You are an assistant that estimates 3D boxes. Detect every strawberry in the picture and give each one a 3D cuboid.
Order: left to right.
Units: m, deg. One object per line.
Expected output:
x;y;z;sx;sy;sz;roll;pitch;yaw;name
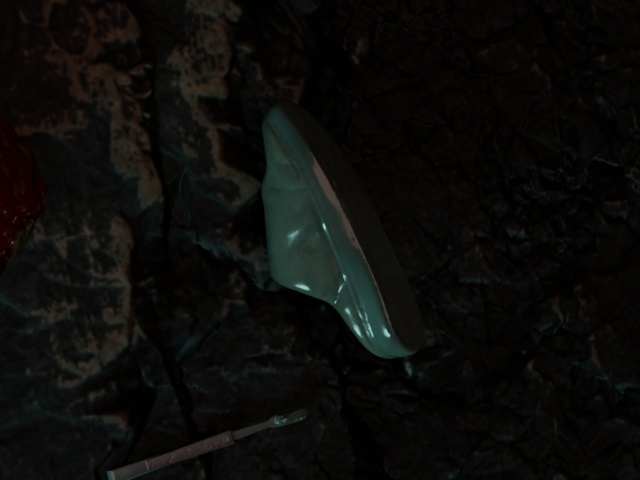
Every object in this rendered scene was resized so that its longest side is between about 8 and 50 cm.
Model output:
-0.278;-0.073;1.362;0.087;0.167;0.208;-29;111;10;strawberry

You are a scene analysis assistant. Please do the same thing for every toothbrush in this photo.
-0.095;0.176;1.552;0.194;0.017;0.014;-16;92;-26;toothbrush

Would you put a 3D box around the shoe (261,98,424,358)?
0.000;0.000;1.571;0.100;0.103;0.251;-28;91;17;shoe
